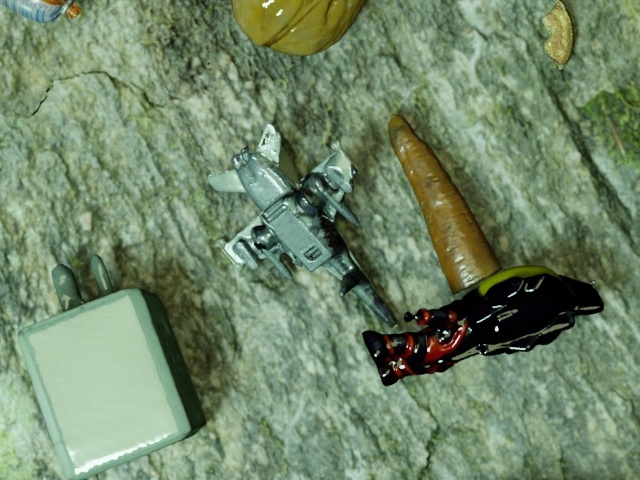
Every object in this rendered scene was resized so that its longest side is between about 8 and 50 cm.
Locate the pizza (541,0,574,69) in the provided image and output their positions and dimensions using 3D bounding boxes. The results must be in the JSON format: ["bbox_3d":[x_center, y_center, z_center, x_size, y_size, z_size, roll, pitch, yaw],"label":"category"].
[{"bbox_3d":[0.262,-0.231,1.472,0.037,0.016,0.083,-4,88,1],"label":"pizza"}]

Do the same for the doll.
[{"bbox_3d":[0.171,0.085,1.396,0.249,0.127,0.088,-19,83,9],"label":"doll"}]

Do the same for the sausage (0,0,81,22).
[{"bbox_3d":[-0.367,-0.310,1.474,0.234,0.071,0.071,33,87,5],"label":"sausage"}]

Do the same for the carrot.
[{"bbox_3d":[0.125,-0.046,1.442,0.061,0.061,0.209,-25,81,0],"label":"carrot"}]

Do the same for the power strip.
[{"bbox_3d":[-0.225,0.121,1.394,0.139,0.140,0.224,-21,85,1],"label":"power strip"}]

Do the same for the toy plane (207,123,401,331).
[{"bbox_3d":[-0.004,0.003,1.424,0.192,0.088,0.262,-40,87,25],"label":"toy plane"}]

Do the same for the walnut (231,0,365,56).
[{"bbox_3d":[-0.017,-0.282,1.429,0.144,0.144,0.180,18,82,4],"label":"walnut"}]
